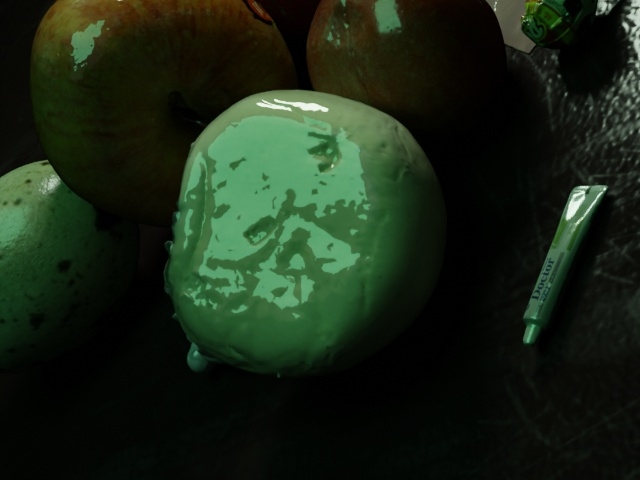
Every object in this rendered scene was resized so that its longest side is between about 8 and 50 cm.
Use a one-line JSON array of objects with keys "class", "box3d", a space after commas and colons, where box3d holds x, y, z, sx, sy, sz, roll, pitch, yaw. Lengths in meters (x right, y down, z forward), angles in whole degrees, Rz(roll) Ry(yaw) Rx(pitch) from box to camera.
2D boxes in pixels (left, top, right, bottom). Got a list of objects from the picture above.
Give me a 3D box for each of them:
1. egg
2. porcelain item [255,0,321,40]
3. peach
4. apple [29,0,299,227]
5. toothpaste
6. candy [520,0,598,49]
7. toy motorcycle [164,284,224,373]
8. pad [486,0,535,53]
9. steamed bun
[{"class": "egg", "box3d": [-0.452, 0.046, 1.849, 0.379, 0.287, 0.287, -61, 32, 13]}, {"class": "porcelain item", "box3d": [-0.035, -0.421, 1.830, 0.253, 0.253, 0.253, -31, 41, 32]}, {"class": "peach", "box3d": [0.103, -0.236, 1.442, 0.252, 0.252, 0.252, -31, 41, 32]}, {"class": "apple", "box3d": [-0.231, -0.217, 1.703, 0.400, 0.400, 0.333, -54, 27, 2]}, {"class": "toothpaste", "box3d": [0.254, 0.024, 1.218, 0.048, 0.029, 0.197, 2, 61, 51]}, {"class": "candy", "box3d": [0.357, -0.351, 1.375, 0.305, 0.083, 0.091, -47, -3, 0]}, {"class": "toy motorcycle", "box3d": [-0.146, 0.101, 1.589, 0.260, 0.110, 0.171, 13, 84, 60]}, {"class": "pad", "box3d": [0.254, -0.314, 1.522, 0.113, 0.006, 0.188, -54, 33, 3]}, {"class": "steamed bun", "box3d": [0.000, 0.000, 1.356, 0.312, 0.233, 0.334, 18, 92, 25]}]
